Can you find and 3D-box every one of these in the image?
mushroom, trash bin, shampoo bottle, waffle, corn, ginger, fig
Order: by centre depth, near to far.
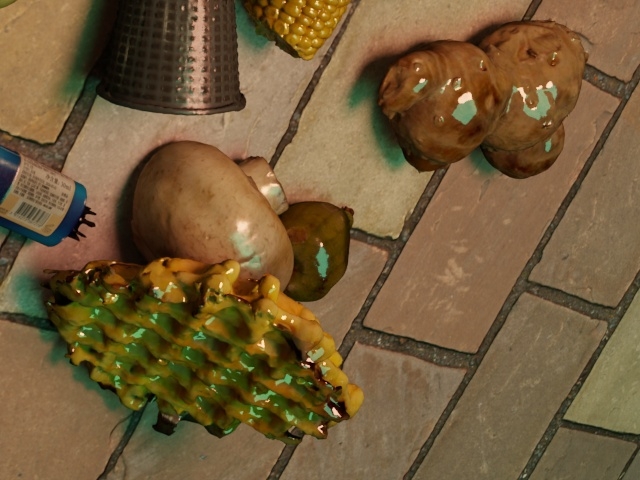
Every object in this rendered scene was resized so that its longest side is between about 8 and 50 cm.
[{"bbox_3d":[-0.166,-0.237,1.709,0.175,0.175,0.161,-10,114,-39],"label":"trash bin"},{"bbox_3d":[-0.337,-0.047,1.755,0.183,0.050,0.087,29,94,-49],"label":"shampoo bottle"},{"bbox_3d":[0.021,-0.401,1.775,0.144,0.144,0.387,11,109,-47],"label":"corn"},{"bbox_3d":[-0.149,0.134,1.854,0.379,0.382,0.095,61,37,-50],"label":"waffle"},{"bbox_3d":[-0.110,-0.003,1.896,0.195,0.189,0.253,-35,144,-18],"label":"mushroom"},{"bbox_3d":[-0.018,0.005,2.067,0.127,0.185,0.133,-14,105,9],"label":"fig"},{"bbox_3d":[0.222,-0.192,2.092,0.375,0.176,0.256,-4,135,-42],"label":"ginger"}]

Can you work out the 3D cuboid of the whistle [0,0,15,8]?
[{"bbox_3d":[-0.383,-0.257,1.538,0.227,0.085,0.105,-36,136,-21],"label":"whistle"}]
